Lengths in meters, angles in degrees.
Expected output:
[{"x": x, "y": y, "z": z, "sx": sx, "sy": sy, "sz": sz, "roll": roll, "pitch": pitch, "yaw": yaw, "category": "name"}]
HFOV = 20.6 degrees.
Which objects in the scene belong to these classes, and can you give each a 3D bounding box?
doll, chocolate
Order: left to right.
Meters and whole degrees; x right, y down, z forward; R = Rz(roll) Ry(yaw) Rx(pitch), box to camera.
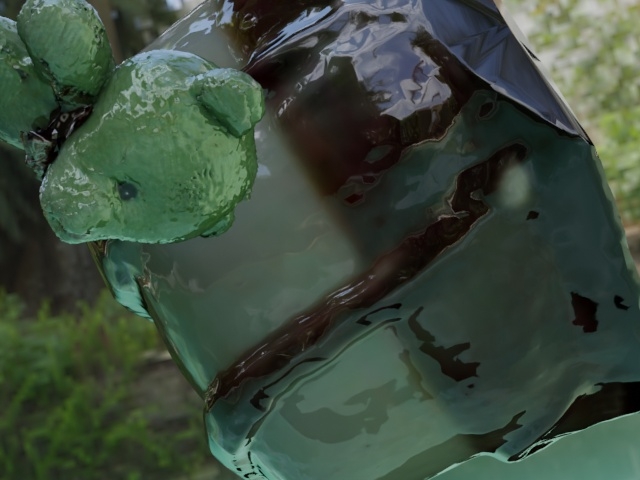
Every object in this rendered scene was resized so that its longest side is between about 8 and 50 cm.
[{"x": -0.095, "y": -0.041, "z": 0.606, "sx": 0.150, "sy": 0.078, "sz": 0.115, "roll": 24, "pitch": -26, "yaw": 5, "category": "doll"}, {"x": 0.000, "y": 0.000, "z": 0.779, "sx": 0.186, "sy": 0.284, "sz": 0.283, "roll": -28, "pitch": -2, "yaw": -10, "category": "chocolate"}]
